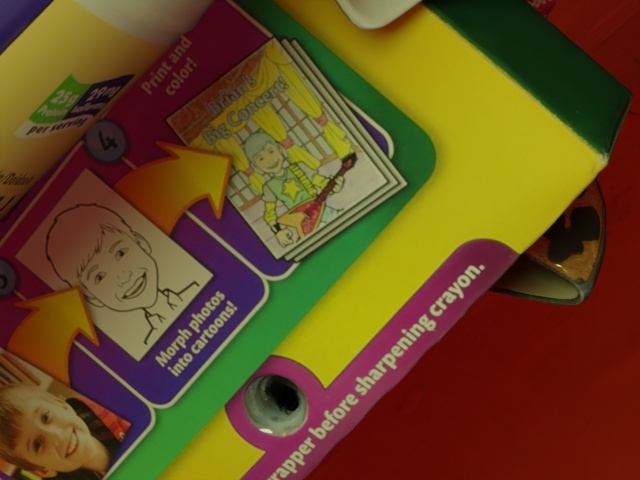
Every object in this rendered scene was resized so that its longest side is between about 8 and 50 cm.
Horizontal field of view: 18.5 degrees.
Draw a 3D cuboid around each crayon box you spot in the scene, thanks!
[{"bbox_3d":[-0.100,-0.028,0.882,0.363,0.313,0.106,-48,-176,26],"label":"crayon box"}]

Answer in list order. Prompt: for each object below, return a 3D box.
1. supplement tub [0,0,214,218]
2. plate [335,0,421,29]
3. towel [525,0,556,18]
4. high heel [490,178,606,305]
[{"bbox_3d":[-0.177,-0.095,0.597,0.331,0.241,0.241,-44,168,10],"label":"supplement tub"},{"bbox_3d":[0.043,-0.266,0.755,0.277,0.278,0.045,-38,-160,-21],"label":"plate"},{"bbox_3d":[0.026,-0.039,1.190,0.199,0.031,0.275,-32,163,-29],"label":"towel"},{"bbox_3d":[0.000,0.000,0.949,0.261,0.186,0.093,-26,141,-2],"label":"high heel"}]
